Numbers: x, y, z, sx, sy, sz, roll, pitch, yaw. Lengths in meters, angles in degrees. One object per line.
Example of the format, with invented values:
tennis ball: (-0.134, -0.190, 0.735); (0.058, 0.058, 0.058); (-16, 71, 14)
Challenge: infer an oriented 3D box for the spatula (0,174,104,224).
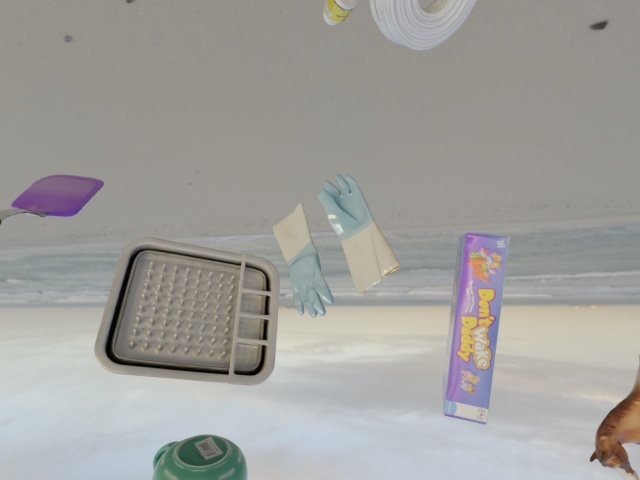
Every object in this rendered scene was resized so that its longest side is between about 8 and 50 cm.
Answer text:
spatula: (-0.344, -0.024, 0.441); (0.084, 0.030, 0.296); (8, -158, -5)

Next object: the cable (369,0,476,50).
cable: (0.227, -0.534, 0.835); (0.257, 0.089, 0.257); (-36, 140, 1)

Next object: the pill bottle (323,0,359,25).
pill bottle: (0.045, -0.560, 0.957); (0.065, 0.065, 0.116); (3, -175, -16)

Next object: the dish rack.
dish rack: (-0.257, 0.150, 0.838); (0.333, 0.285, 0.072); (13, 147, -20)

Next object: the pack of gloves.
pack of gloves: (0.000, 0.000, 0.676); (0.195, 0.232, 0.046); (-38, 141, 21)

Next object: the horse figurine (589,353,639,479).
horse figurine: (0.446, 0.193, 0.495); (0.175, 0.263, 0.066); (35, 173, -3)

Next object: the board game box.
board game box: (0.317, 0.164, 0.848); (0.078, 0.346, 0.233); (7, -179, 16)

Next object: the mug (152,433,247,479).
mug: (-0.182, 0.337, 0.569); (0.158, 0.097, 0.129); (7, -173, 4)
